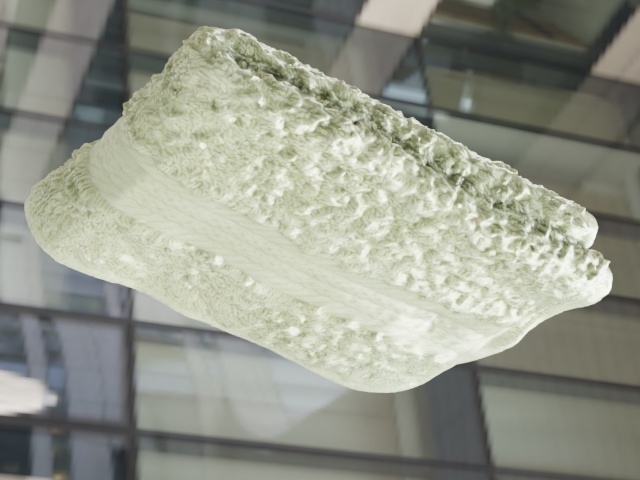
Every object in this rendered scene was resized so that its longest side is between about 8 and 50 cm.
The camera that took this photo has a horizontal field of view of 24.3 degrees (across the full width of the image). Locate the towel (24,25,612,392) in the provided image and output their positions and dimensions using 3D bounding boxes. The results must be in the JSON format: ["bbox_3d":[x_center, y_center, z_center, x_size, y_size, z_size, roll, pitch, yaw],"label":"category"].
[{"bbox_3d":[0.000,0.000,0.429,0.110,0.148,0.027,-37,-144,42],"label":"towel"}]
